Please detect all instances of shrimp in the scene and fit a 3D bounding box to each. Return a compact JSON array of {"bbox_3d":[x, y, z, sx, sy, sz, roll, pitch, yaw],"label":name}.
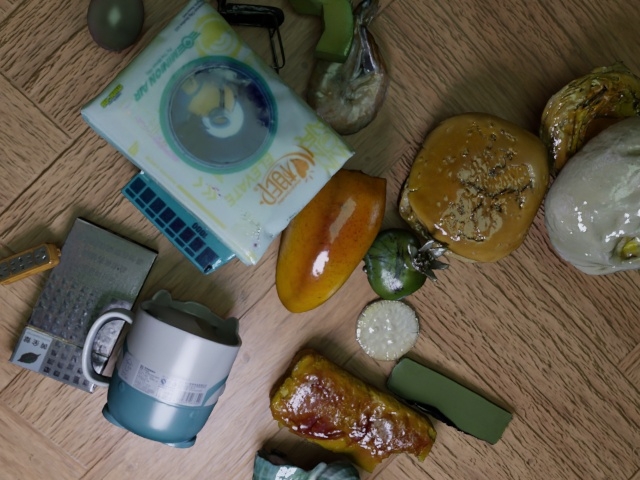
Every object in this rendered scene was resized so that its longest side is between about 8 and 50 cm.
[{"bbox_3d":[0.080,-0.369,1.417,0.168,0.077,0.317,22,98,-22],"label":"shrimp"}]

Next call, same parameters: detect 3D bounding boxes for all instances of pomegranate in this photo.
[{"bbox_3d":[0.175,0.049,1.426,0.131,0.191,0.152,-23,102,-33],"label":"pomegranate"}]

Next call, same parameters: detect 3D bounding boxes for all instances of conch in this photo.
[{"bbox_3d":[-0.013,0.543,1.463,0.195,0.277,0.220,-45,142,-16],"label":"conch"}]

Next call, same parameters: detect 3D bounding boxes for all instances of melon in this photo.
[{"bbox_3d":[0.006,-0.447,1.353,0.118,0.064,0.209,-16,81,9],"label":"melon"}]

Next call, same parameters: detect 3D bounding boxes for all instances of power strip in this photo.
[{"bbox_3d":[-0.602,0.052,1.356,0.178,0.028,0.049,-20,82,10],"label":"power strip"}]

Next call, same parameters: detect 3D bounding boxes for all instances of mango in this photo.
[{"bbox_3d":[0.000,0.000,1.401,0.201,0.199,0.350,31,106,16],"label":"mango"}]

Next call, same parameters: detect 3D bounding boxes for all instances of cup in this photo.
[{"bbox_3d":[-0.326,0.245,1.355,0.290,0.219,0.257,23,95,-6],"label":"cup"}]

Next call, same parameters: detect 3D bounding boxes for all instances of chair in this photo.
[{"bbox_3d":[-0.144,-0.441,1.333,0.145,0.140,0.221,1,95,-10],"label":"chair"}]

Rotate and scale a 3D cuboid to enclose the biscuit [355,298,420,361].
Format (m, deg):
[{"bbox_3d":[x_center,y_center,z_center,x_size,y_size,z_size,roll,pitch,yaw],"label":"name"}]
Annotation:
[{"bbox_3d":[0.151,0.202,1.528,0.152,0.020,0.152,-1,97,-9],"label":"biscuit"}]

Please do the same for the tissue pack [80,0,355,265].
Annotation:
[{"bbox_3d":[-0.176,-0.185,1.205,0.388,0.162,0.287,43,85,-11],"label":"tissue pack"}]

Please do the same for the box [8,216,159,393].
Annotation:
[{"bbox_3d":[-0.483,0.134,1.398,0.180,0.047,0.325,25,92,-12],"label":"box"}]

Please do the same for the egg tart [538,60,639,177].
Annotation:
[{"bbox_3d":[0.595,-0.255,1.495,0.297,0.132,0.297,-6,111,-17],"label":"egg tart"}]

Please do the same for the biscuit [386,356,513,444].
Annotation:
[{"bbox_3d":[0.294,0.370,1.566,0.322,0.038,0.099,29,89,-12],"label":"biscuit"}]

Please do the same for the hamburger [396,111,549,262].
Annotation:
[{"bbox_3d":[0.324,-0.111,1.445,0.284,0.174,0.304,25,86,0],"label":"hamburger"}]

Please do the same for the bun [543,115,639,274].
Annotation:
[{"bbox_3d":[0.650,-0.073,1.414,0.365,0.219,0.365,-12,136,-12],"label":"bun"}]

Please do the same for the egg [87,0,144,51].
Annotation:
[{"bbox_3d":[-0.392,-0.432,1.306,0.103,0.103,0.135,15,94,-11],"label":"egg"}]

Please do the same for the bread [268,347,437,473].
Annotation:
[{"bbox_3d":[0.072,0.396,1.498,0.380,0.109,0.185,32,91,-14],"label":"bread"}]

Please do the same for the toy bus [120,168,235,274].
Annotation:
[{"bbox_3d":[-0.256,-0.059,1.358,0.147,0.128,0.256,-39,101,19],"label":"toy bus"}]
